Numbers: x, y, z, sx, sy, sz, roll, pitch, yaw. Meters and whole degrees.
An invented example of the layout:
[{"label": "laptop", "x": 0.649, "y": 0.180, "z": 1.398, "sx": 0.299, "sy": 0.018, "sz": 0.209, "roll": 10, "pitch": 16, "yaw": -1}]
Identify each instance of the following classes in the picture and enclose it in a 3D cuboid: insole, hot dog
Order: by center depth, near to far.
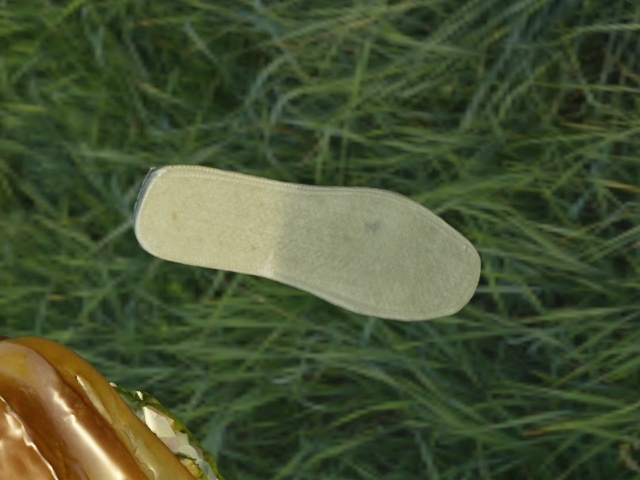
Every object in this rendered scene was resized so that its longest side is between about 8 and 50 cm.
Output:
[{"label": "hot dog", "x": -0.041, "y": 0.073, "z": 0.330, "sx": 0.133, "sy": 0.056, "sz": 0.041, "roll": 60, "pitch": 175, "yaw": -8}, {"label": "insole", "x": 0.000, "y": 0.000, "z": 0.713, "sx": 0.010, "sy": 0.192, "sz": 0.063, "roll": 26, "pitch": 102, "yaw": 59}]

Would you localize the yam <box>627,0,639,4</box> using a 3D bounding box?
[{"label": "yam", "x": 0.266, "y": -0.206, "z": 1.050, "sx": 0.169, "sy": 0.068, "sz": 0.068, "roll": -175, "pitch": 88, "yaw": -70}]
